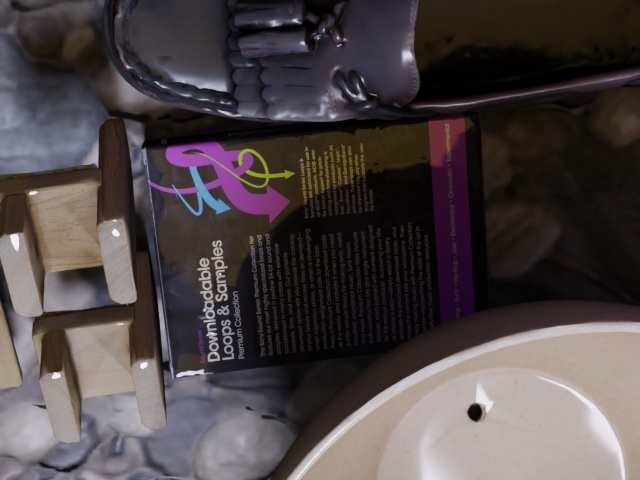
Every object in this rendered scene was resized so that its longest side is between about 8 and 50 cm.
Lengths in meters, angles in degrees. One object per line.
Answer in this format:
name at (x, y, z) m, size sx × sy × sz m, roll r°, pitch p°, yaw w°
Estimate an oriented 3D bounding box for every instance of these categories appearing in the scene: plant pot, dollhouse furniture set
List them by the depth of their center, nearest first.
dollhouse furniture set at (-0.190, -0.037, 0.503) m, size 0.212 × 0.161 × 0.242 m, roll -8°, pitch 127°, yaw -5°
plant pot at (0.100, 0.147, 0.530) m, size 0.284 × 0.191 × 0.284 m, roll 0°, pitch 102°, yaw -1°

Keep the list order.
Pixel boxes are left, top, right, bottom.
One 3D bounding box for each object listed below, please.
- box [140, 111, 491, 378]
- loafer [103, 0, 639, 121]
box at (0.000, 0.000, 0.569) m, size 0.162 × 0.029 × 0.116 m, roll -6°, pitch 104°, yaw -7°
loafer at (0.055, -0.105, 0.514) m, size 0.303 × 0.095 × 0.109 m, roll -4°, pitch 105°, yaw -7°
